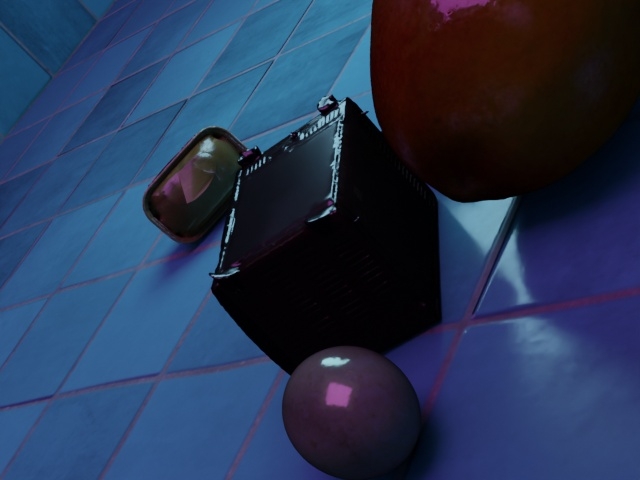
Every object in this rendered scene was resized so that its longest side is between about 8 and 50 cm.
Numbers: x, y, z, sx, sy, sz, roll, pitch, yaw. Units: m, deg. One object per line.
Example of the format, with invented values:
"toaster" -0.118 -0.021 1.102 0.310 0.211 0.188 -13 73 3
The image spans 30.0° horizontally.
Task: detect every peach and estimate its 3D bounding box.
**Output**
"peach" 0.182 -0.195 1.178 0.308 0.308 0.332 -2 64 55

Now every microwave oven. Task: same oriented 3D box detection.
"microwave oven" 0.002 0.001 1.246 0.188 0.178 0.247 -29 28 23

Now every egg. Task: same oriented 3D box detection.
"egg" 0.024 0.149 1.045 0.114 0.114 0.152 -50 23 -14

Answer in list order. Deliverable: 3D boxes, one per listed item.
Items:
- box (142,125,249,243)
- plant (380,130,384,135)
"box" -0.176 -0.078 1.731 0.177 0.111 0.111 -50 25 -14
"plant" 0.092 -0.106 1.407 0.174 0.087 0.085 -31 57 35
